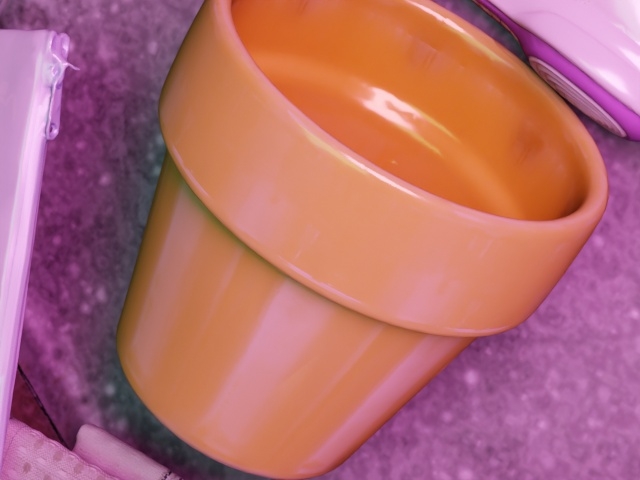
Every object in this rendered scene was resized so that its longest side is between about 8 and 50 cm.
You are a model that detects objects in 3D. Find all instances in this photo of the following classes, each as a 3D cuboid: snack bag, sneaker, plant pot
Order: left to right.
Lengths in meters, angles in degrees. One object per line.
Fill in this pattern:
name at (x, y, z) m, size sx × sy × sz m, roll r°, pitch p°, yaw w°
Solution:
snack bag at (-0.311, 0.006, 1.291) m, size 0.343 × 0.037 × 0.323 m, roll 10°, pitch 92°, yaw 40°
plant pot at (0.000, 0.000, 1.103) m, size 0.254 × 0.254 × 0.239 m, roll 43°, pitch 120°, yaw 19°
sneaker at (0.133, -0.199, 1.126) m, size 0.152 × 0.114 × 0.305 m, roll -46°, pitch 77°, yaw 2°

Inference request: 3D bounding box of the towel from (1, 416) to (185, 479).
towel at (-0.121, 0.304, 1.233) m, size 0.324 × 0.056 × 0.312 m, roll 26°, pitch 108°, yaw 19°
